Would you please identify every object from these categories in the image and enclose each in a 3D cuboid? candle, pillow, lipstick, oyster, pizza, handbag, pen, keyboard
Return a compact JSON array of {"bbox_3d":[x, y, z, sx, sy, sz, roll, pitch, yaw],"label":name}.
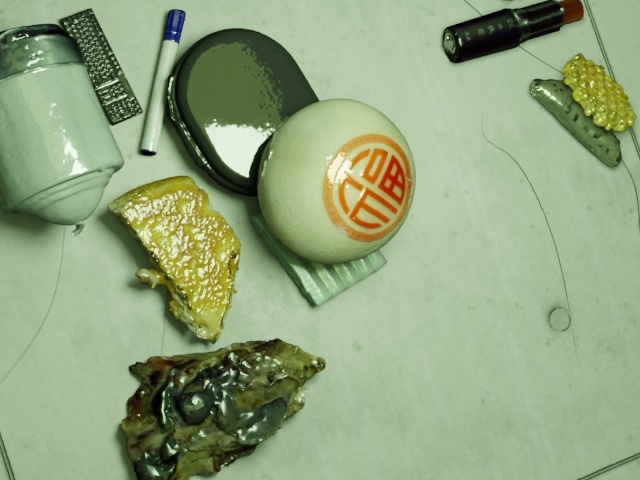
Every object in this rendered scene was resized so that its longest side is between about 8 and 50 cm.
[{"bbox_3d":[-0.444,-0.165,1.645,0.221,0.221,0.342,-22,92,-19],"label":"candle"},{"bbox_3d":[0.515,-0.249,2.034,0.241,0.051,0.093,40,61,-7],"label":"pillow"},{"bbox_3d":[0.377,-0.415,2.000,0.300,0.081,0.081,-19,88,-18],"label":"lipstick"},{"bbox_3d":[-0.152,0.288,1.730,0.361,0.096,0.221,-8,91,-15],"label":"oyster"},{"bbox_3d":[-0.227,0.031,1.756,0.189,0.071,0.297,-34,96,-31],"label":"pizza"},{"bbox_3d":[-0.130,-0.222,1.812,0.254,0.093,0.308,-31,92,-17],"label":"handbag"},{"bbox_3d":[-0.276,-0.278,1.808,0.033,0.033,0.269,12,79,-15],"label":"pen"},{"bbox_3d":[-0.380,-0.302,1.789,0.061,0.013,0.204,-26,90,-18],"label":"keyboard"}]

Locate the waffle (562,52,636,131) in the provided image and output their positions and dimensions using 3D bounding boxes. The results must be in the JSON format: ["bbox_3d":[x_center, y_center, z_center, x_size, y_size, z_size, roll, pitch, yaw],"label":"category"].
[{"bbox_3d":[0.547,-0.287,2.020,0.191,0.038,0.191,27,42,-27],"label":"waffle"}]

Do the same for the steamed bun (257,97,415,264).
[{"bbox_3d":[0.044,-0.096,1.724,0.283,0.177,0.283,-6,101,-33],"label":"steamed bun"}]

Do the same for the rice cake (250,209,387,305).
[{"bbox_3d":[0.000,0.000,1.845,0.189,0.037,0.198,-28,90,-20],"label":"rice cake"}]
